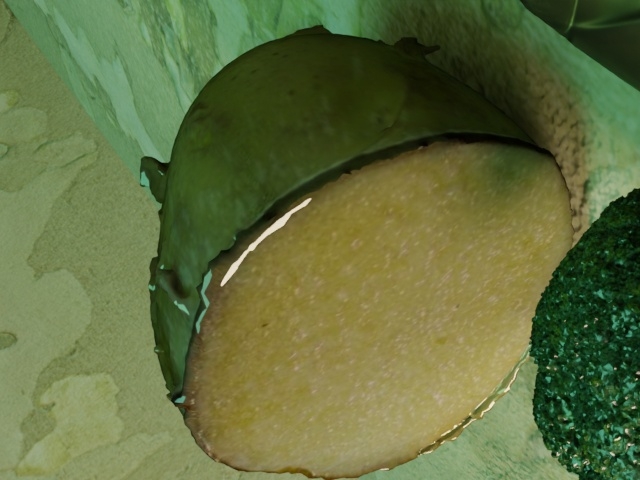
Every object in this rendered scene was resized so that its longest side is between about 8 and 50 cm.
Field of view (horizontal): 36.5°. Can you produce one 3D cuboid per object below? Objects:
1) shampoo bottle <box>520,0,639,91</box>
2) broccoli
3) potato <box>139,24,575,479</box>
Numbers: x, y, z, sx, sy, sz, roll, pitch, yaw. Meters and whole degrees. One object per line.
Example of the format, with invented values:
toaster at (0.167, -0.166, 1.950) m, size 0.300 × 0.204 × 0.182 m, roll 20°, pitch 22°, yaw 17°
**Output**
shampoo bottle at (0.250, -0.102, 0.553) m, size 0.350 × 0.084 × 0.126 m, roll 46°, pitch 163°, yaw 34°
broccoli at (0.260, 0.079, 0.652) m, size 0.241 × 0.269 × 0.261 m, roll 25°, pitch 143°, yaw -11°
potato at (0.000, 0.000, 0.954) m, size 0.319 × 0.385 × 0.442 m, roll -123°, pitch 22°, yaw -44°
